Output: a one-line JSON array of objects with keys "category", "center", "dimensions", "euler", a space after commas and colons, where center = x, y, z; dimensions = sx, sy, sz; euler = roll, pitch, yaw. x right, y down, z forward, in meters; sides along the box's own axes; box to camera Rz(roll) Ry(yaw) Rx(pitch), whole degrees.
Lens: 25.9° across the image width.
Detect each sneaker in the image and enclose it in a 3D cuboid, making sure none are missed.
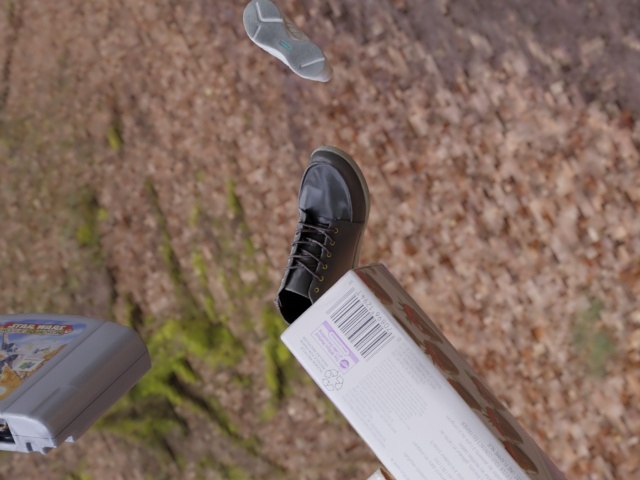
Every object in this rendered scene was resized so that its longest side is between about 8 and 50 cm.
[{"category": "sneaker", "center": [0.000, 0.000, 1.694], "dimensions": [0.083, 0.118, 0.222], "euler": [16, 130, 22]}, {"category": "sneaker", "center": [-0.042, -0.251, 1.776], "dimensions": [0.152, 0.053, 0.061], "euler": [47, -172, 22]}]

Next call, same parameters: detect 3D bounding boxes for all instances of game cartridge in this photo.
[{"category": "game cartridge", "center": [-0.342, 0.148, 1.511], "dimensions": [0.198, 0.297, 0.062], "euler": [-50, -49, -46]}]

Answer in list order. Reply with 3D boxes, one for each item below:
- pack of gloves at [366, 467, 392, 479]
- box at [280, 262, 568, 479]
[{"category": "pack of gloves", "center": [0.027, 0.331, 1.112], "dimensions": [0.195, 0.232, 0.046], "euler": [50, -157, 15]}, {"category": "box", "center": [0.107, 0.153, 0.798], "dimensions": [0.324, 0.067, 0.063], "euler": [49, -163, 11]}]
